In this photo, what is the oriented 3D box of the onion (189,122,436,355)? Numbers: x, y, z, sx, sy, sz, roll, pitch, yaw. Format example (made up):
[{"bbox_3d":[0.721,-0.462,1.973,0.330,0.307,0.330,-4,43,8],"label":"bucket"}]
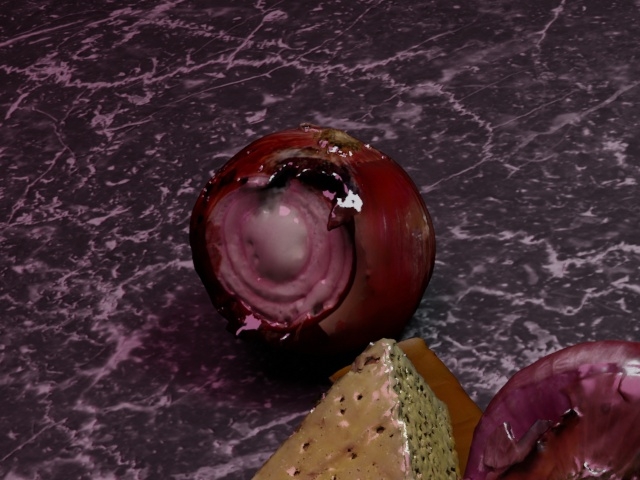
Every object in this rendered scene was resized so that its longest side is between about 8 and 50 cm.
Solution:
[{"bbox_3d":[-0.002,-0.008,2.505,0.341,0.341,0.341,-11,33,7],"label":"onion"}]

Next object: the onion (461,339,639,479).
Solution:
[{"bbox_3d":[0.326,0.282,1.974,0.347,0.348,0.285,-2,-6,22],"label":"onion"}]

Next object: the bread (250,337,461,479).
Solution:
[{"bbox_3d":[0.004,0.287,2.054,0.315,0.248,0.279,-10,56,19],"label":"bread"}]

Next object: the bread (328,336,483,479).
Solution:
[{"bbox_3d":[0.139,0.253,2.261,0.138,0.077,0.361,-22,33,-11],"label":"bread"}]
